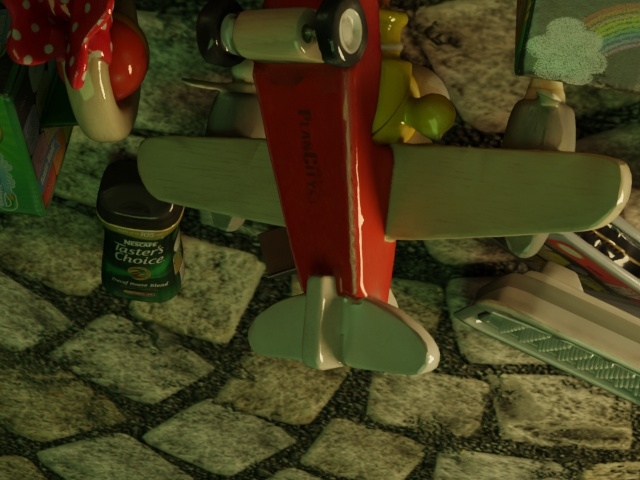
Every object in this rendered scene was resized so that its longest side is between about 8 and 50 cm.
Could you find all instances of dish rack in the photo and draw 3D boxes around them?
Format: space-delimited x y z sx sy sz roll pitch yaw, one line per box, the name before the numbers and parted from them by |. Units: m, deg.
dish rack | 0.294 0.104 1.557 0.285 0.072 0.333 24 173 1

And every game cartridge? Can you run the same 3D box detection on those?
game cartridge | 0.257 0.003 1.491 0.294 0.060 0.196 32 175 -28

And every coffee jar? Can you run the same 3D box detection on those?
coffee jar | -0.199 -0.010 1.629 0.096 0.079 0.184 8 144 1

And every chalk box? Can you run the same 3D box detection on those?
chalk box | 0.235 -0.241 1.152 0.132 0.132 0.213 9 131 1
chalk box | -0.328 -0.147 1.383 0.288 0.180 0.179 7 144 6

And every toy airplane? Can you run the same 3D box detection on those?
toy airplane | 0.042 -0.068 1.331 0.386 0.272 0.384 44 128 7

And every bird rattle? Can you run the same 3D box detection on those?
bird rattle | -0.182 -0.180 1.232 0.143 0.253 0.207 -10 126 0

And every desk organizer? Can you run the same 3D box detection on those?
desk organizer | 0.000 0.000 1.621 0.130 0.050 0.047 -17 173 10
